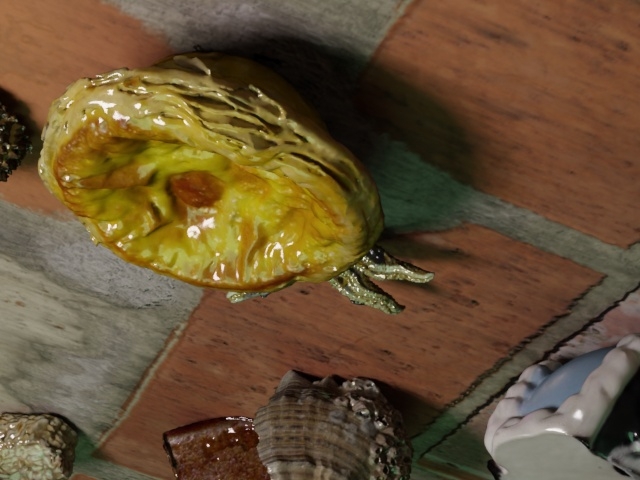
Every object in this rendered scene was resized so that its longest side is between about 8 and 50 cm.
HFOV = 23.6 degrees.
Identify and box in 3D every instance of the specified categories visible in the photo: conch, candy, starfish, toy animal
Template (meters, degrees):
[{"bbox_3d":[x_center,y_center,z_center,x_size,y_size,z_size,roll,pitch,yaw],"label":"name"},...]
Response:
[{"bbox_3d":[0.008,0.228,1.619,0.178,0.245,0.163,31,114,6],"label":"conch"},{"bbox_3d":[-0.361,0.259,1.901,0.110,0.085,0.095,-13,135,21],"label":"candy"},{"bbox_3d":[0.000,0.000,1.367,0.208,0.053,0.176,11,140,-1],"label":"starfish"},{"bbox_3d":[0.272,0.181,1.455,0.208,0.156,0.204,40,143,-24],"label":"toy animal"}]

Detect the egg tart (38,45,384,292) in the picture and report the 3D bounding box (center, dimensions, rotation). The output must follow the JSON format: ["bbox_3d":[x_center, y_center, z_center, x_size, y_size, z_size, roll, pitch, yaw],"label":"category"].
[{"bbox_3d":[-0.084,-0.064,1.237,0.294,0.116,0.295,8,149,5],"label":"egg tart"}]

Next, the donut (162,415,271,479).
[{"bbox_3d":[-0.077,0.279,1.798,0.186,0.144,0.126,-14,155,-1],"label":"donut"}]

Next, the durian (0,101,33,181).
[{"bbox_3d":[-0.349,-0.077,1.341,0.188,0.091,0.148,-5,144,31],"label":"durian"}]
